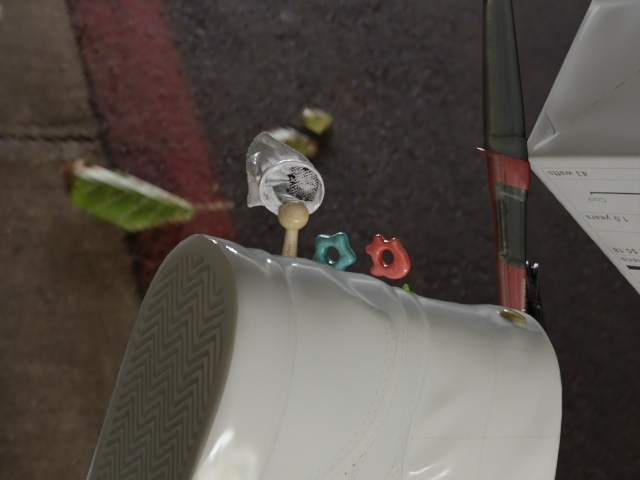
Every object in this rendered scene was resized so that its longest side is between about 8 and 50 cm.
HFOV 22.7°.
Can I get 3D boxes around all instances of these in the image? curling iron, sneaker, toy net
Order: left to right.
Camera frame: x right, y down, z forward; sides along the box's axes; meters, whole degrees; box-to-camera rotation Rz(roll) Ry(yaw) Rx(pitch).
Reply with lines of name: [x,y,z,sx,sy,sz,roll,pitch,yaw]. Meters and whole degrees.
sneaker: [-0.012,0.147,0.573,0.169,0.292,0.108,11,23,-32]
toy net: [0.000,0.000,1.435,0.045,0.122,0.232,-15,76,-61]
curling iron: [0.125,-0.051,1.087,0.035,0.274,0.068,-6,0,6]

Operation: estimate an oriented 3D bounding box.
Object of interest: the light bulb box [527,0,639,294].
light bulb box: [0.418,-0.046,1.237,0.361,0.358,0.225,44,63,-36]
